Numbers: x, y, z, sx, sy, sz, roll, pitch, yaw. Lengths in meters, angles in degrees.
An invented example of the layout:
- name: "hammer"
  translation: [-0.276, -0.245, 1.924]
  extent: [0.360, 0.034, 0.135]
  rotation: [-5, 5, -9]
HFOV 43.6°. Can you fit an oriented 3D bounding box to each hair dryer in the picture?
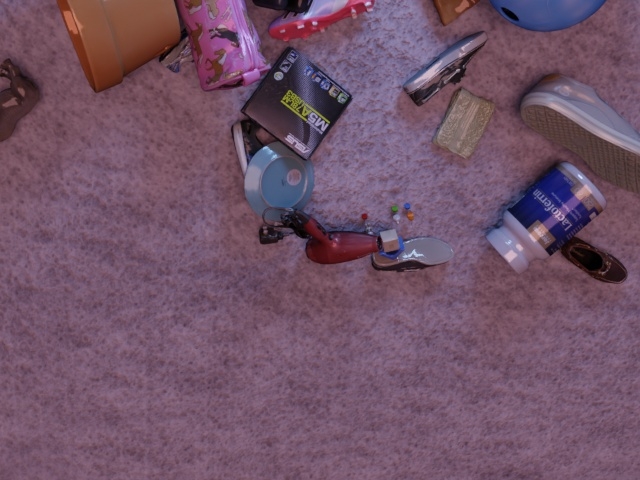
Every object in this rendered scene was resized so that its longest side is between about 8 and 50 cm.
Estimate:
- name: "hair dryer"
  translation: [0.000, 0.000, 1.850]
  extent: [0.293, 0.223, 0.080]
  rotation: [7, 76, -9]

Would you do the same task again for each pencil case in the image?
- name: "pencil case"
  translation: [-0.225, -0.500, 1.657]
  extent: [0.160, 0.167, 0.386]
  rotation: [-16, 99, 5]

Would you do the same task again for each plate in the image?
- name: "plate"
  translation: [-0.089, -0.135, 1.849]
  extent: [0.188, 0.024, 0.188]
  rotation: [-9, 107, -30]

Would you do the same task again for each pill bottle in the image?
- name: "pill bottle"
  translation: [0.532, -0.050, 1.906]
  extent: [0.265, 0.153, 0.153]
  rotation: [-43, 106, 9]

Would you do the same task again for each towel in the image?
- name: "towel"
  translation: [0.340, -0.274, 1.883]
  extent: [0.110, 0.027, 0.148]
  rotation: [22, 105, -12]

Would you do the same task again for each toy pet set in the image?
- name: "toy pet set"
  translation: [0.170, -0.017, 1.926]
  extent: [0.122, 0.114, 0.065]
  rotation: [-13, 136, 1]

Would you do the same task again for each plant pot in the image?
- name: "plant pot"
  translation: [-0.417, -0.474, 1.637]
  extent: [0.203, 0.291, 0.291]
  rotation: [-23, 109, -15]

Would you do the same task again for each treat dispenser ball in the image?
- name: "treat dispenser ball"
  translation: [0.476, -0.582, 1.657]
  extent: [0.288, 0.288, 0.288]
  rotation: [-1, 108, -5]

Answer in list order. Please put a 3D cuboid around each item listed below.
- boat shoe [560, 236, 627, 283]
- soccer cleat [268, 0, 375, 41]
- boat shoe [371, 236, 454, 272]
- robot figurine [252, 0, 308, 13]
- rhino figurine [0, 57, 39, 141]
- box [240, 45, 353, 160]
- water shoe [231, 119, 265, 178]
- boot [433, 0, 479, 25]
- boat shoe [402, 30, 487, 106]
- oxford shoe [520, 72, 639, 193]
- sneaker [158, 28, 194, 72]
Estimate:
- name: "boat shoe"
  translation: [0.685, 0.057, 1.997]
  extent: [0.207, 0.073, 0.073]
  rotation: [25, 103, -14]
- name: "soccer cleat"
  translation: [-0.002, -0.513, 1.758]
  extent: [0.248, 0.083, 0.095]
  rotation: [-18, 79, 6]
- name: "boat shoe"
  translation: [0.224, 0.042, 1.970]
  extent: [0.206, 0.075, 0.065]
  rotation: [-4, 151, -9]
- name: "robot figurine"
  translation: [-0.064, -0.620, 1.657]
  extent: [0.174, 0.209, 0.278]
  rotation: [12, 107, 5]
- name: "rhino figurine"
  translation: [-0.718, -0.279, 1.766]
  extent: [0.106, 0.073, 0.243]
  rotation: [42, 102, -13]
- name: "box"
  translation: [-0.053, -0.308, 1.808]
  extent: [0.191, 0.045, 0.184]
  rotation: [37, 84, -15]
- name: "water shoe"
  translation: [-0.146, -0.180, 1.847]
  extent: [0.080, 0.073, 0.203]
  rotation: [-16, 109, -2]
- name: "boot"
  translation: [0.213, -0.599, 1.753]
  extent: [0.264, 0.096, 0.280]
  rotation: [-35, 115, -1]
- name: "boat shoe"
  translation: [0.294, -0.391, 1.819]
  extent: [0.219, 0.078, 0.070]
  rotation: [-35, 107, 15]
- name: "oxford shoe"
  translation: [0.665, -0.247, 1.865]
  extent: [0.449, 0.169, 0.130]
  rotation: [30, 67, -15]
- name: "sneaker"
  translation: [-0.294, -0.428, 1.771]
  extent: [0.135, 0.052, 0.058]
  rotation: [-44, 127, 3]
